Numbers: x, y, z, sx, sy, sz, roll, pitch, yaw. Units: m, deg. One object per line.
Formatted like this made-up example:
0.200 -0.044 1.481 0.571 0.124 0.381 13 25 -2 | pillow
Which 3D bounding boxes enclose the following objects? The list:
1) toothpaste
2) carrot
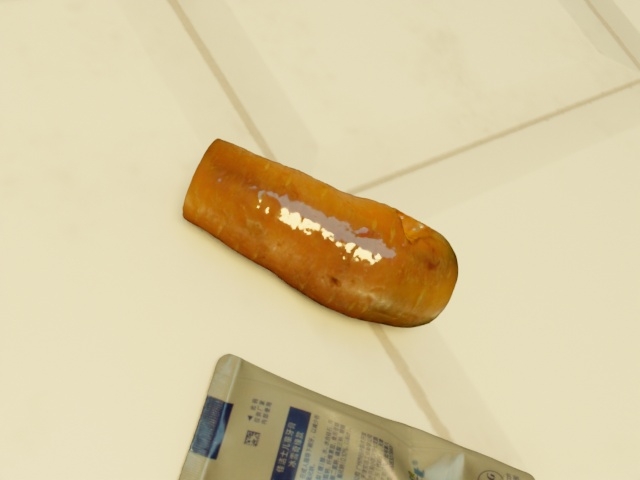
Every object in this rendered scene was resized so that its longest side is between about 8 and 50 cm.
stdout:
0.049 0.154 0.472 0.266 0.061 0.096 19 57 -6 | toothpaste
0.000 0.000 0.516 0.193 0.087 0.087 22 55 -10 | carrot
